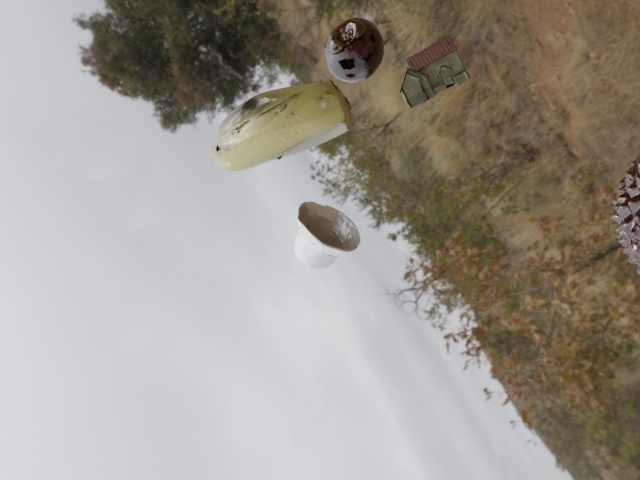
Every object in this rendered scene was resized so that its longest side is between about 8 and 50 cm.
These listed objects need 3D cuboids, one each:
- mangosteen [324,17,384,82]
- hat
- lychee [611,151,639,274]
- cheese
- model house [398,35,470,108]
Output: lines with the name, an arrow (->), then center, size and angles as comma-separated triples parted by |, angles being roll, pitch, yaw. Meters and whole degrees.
mangosteen -> 0.076, -0.458, 1.147 | 0.152, 0.152, 0.152 | 50, -169, -13
hat -> 0.000, 0.000, 1.336 | 0.203, 0.126, 0.203 | 20, -147, -14
lychee -> 0.632, -0.050, 0.732 | 0.305, 0.331, 0.306 | 31, 172, 5
cheese -> -0.088, -0.229, 1.003 | 0.259, 0.315, 0.128 | -18, -89, -81
model house -> 0.132, -0.205, 0.588 | 0.058, 0.083, 0.057 | 63, -167, -12
